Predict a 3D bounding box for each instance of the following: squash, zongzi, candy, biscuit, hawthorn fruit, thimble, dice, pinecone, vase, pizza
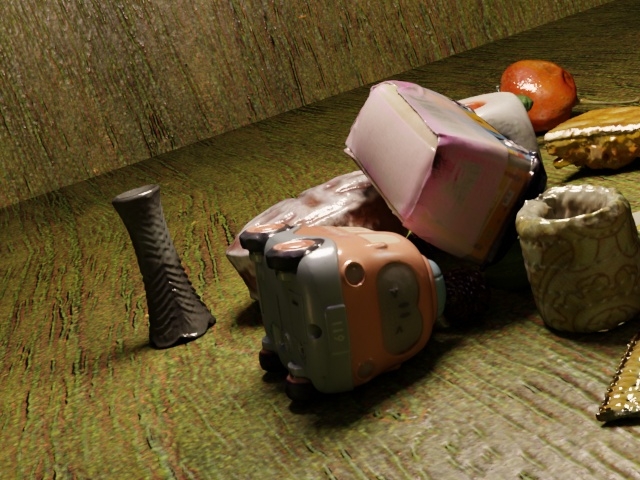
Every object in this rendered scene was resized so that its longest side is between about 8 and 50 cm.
[{"bbox_3d":[0.315,0.020,1.557,0.219,0.068,0.077,-15,-30,23],"label":"squash"},{"bbox_3d":[0.173,0.003,1.851,0.067,0.073,0.083,-32,-19,-44],"label":"zongzi"},{"bbox_3d":[0.000,0.000,1.835,0.289,0.157,0.214,-27,11,-15],"label":"candy"},{"bbox_3d":[0.370,0.128,1.203,0.144,0.016,0.203,-10,15,28],"label":"biscuit"},{"bbox_3d":[0.506,-0.284,2.421,0.285,0.165,0.165,12,24,15],"label":"hawthorn fruit"},{"bbox_3d":[0.311,0.018,1.424,0.137,0.144,0.190,-19,15,-5],"label":"thimble"},{"bbox_3d":[0.258,-0.131,1.949,0.193,0.192,0.194,-16,16,1],"label":"dice"},{"bbox_3d":[0.188,0.070,1.524,0.077,0.077,0.083,-8,7,33],"label":"pinecone"},{"bbox_3d":[-0.250,0.036,1.823,0.115,0.238,0.115,-16,14,4],"label":"vase"},{"bbox_3d":[0.552,-0.188,2.032,0.268,0.087,0.258,-5,15,37],"label":"pizza"}]

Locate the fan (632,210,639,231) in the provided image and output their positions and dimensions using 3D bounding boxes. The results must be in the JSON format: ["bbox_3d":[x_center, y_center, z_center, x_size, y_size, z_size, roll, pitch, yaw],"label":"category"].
[{"bbox_3d":[0.532,-0.034,1.620,0.414,0.012,0.233,-16,16,9],"label":"fan"}]

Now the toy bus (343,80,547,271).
[{"bbox_3d":[0.156,-0.119,1.652,0.162,0.171,0.386,25,14,-20],"label":"toy bus"}]

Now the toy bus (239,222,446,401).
[{"bbox_3d":[0.032,0.075,1.498,0.232,0.194,0.287,-9,11,-18],"label":"toy bus"}]

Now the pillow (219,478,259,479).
[{"bbox_3d":[-0.169,0.283,1.210,0.203,0.038,0.113,-11,15,20],"label":"pillow"}]

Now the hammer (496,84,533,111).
[{"bbox_3d":[0.245,-0.241,2.273,0.335,0.119,0.206,-12,14,3],"label":"hammer"}]
